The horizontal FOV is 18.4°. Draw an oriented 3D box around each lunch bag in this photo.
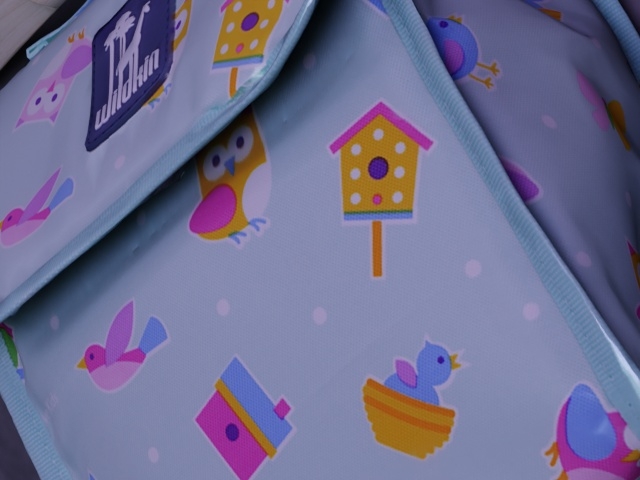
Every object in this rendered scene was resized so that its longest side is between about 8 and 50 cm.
[{"bbox_3d":[0.000,0.000,0.636,0.223,0.160,0.262,-41,69,33],"label":"lunch bag"}]

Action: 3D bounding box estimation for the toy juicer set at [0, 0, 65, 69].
[{"bbox_3d":[-0.154,-0.188,0.652,0.209,0.089,0.329,-9,133,40],"label":"toy juicer set"}]
